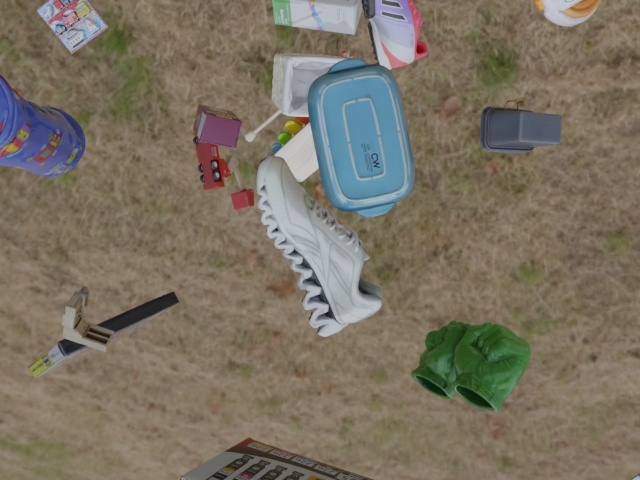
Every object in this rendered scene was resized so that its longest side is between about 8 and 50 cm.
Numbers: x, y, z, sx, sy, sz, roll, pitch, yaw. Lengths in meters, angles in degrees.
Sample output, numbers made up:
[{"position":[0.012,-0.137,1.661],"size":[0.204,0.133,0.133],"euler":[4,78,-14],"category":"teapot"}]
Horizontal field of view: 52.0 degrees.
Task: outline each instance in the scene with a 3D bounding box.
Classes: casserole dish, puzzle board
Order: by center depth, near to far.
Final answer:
[{"position":[0.050,-0.118,0.766],"size":[0.114,0.037,0.188],"euler":[-12,100,0],"category":"casserole dish"},{"position":[-0.464,-0.412,1.221],"size":[0.128,0.011,0.096],"euler":[-15,121,38],"category":"puzzle board"}]

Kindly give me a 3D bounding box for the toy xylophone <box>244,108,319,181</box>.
[{"position":[-0.047,-0.279,1.736],"size":[0.322,0.081,0.236],"euler":[-26,129,39],"category":"toy xylophone"}]

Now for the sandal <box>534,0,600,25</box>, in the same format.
[{"position":[0.183,-0.250,0.474],"size":[0.076,0.102,0.265],"euler":[12,168,41],"category":"sandal"}]

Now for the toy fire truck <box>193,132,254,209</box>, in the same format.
[{"position":[-0.224,-0.166,1.529],"size":[0.047,0.192,0.135],"euler":[-10,-179,31],"category":"toy fire truck"}]

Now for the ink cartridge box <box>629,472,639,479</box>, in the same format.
[{"position":[0.370,0.446,0.834],"size":[0.223,0.224,0.045],"euler":[59,168,-1],"category":"ink cartridge box"}]

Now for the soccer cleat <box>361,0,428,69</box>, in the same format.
[{"position":[0.145,-0.464,1.312],"size":[0.116,0.109,0.318],"euler":[-12,154,9],"category":"soccer cleat"}]

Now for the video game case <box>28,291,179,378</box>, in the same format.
[{"position":[-0.480,0.209,1.450],"size":[0.248,0.275,0.035],"euler":[-31,86,48],"category":"video game case"}]

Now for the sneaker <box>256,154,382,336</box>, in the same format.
[{"position":[0.000,0.000,0.962],"size":[0.118,0.110,0.292],"euler":[-19,112,19],"category":"sneaker"}]

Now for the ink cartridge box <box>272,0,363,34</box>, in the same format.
[{"position":[0.001,-0.610,1.642],"size":[0.212,0.154,0.093],"euler":[9,148,10],"category":"ink cartridge box"}]

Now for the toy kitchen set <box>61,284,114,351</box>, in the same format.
[{"position":[-0.367,0.119,1.061],"size":[0.075,0.068,0.083],"euler":[20,131,-5],"category":"toy kitchen set"}]

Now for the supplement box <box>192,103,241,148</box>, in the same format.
[{"position":[-0.153,-0.168,0.961],"size":[0.055,0.083,0.043],"euler":[9,108,-23],"category":"supplement box"}]

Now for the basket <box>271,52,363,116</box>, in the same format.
[{"position":[-0.008,-0.309,1.297],"size":[0.167,0.103,0.113],"euler":[-3,112,-22],"category":"basket"}]

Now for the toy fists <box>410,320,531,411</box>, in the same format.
[{"position":[0.270,0.214,1.199],"size":[0.096,0.142,0.279],"euler":[44,163,-10],"category":"toy fists"}]

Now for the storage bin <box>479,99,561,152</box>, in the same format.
[{"position":[0.382,-0.215,1.230],"size":[0.135,0.098,0.091],"euler":[-1,-174,-29],"category":"storage bin"}]

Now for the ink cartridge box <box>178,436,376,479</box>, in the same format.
[{"position":[-0.020,0.377,0.803],"size":[0.309,0.130,0.272],"euler":[12,-179,18],"category":"ink cartridge box"}]

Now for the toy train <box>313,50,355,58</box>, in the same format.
[{"position":[0.039,-0.481,1.767],"size":[0.125,0.046,0.166],"euler":[-1,-176,30],"category":"toy train"}]

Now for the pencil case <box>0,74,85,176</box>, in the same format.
[{"position":[-0.458,-0.169,0.976],"size":[0.133,0.119,0.306],"euler":[32,178,-1],"category":"pencil case"}]
